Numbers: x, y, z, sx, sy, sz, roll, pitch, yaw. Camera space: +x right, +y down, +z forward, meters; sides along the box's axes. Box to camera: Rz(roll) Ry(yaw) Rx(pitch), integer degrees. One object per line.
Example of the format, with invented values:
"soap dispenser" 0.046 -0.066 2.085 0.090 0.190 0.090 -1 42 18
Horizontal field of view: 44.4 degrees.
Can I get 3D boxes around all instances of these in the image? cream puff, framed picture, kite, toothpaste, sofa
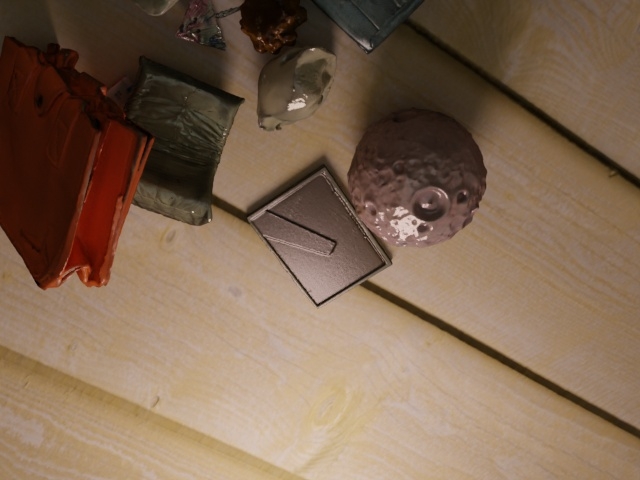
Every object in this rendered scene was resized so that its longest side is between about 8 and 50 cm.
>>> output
"cream puff" -0.081 -0.378 1.351 0.115 0.094 0.122 24 97 15
"framed picture" 0.000 0.000 1.585 0.192 0.018 0.265 -32 116 9
"kite" -0.184 -0.386 1.357 0.156 0.011 0.139 -28 140 -13
"toothpaste" -0.414 -0.228 1.420 0.190 0.031 0.048 -33 128 6
"sofa" -0.257 -0.164 1.354 0.210 0.226 0.176 22 128 -16

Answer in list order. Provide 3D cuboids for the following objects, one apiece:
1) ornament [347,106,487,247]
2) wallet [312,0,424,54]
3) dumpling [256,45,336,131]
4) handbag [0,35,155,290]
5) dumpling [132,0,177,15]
"ornament" 0.176 -0.109 1.438 0.259 0.225 0.260 -3 115 -6
"wallet" 0.121 -0.514 1.324 0.237 0.075 0.342 41 105 -19
"dumpling" -0.033 -0.274 1.401 0.181 0.155 0.111 -16 87 41
"handbag" -0.430 -0.132 1.256 0.116 0.410 0.304 1 119 -42
"dumpling" -0.239 -0.485 1.280 0.229 0.124 0.151 -42 77 8
